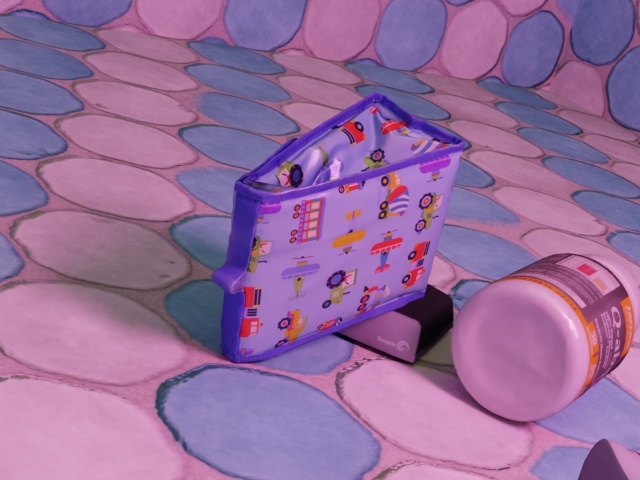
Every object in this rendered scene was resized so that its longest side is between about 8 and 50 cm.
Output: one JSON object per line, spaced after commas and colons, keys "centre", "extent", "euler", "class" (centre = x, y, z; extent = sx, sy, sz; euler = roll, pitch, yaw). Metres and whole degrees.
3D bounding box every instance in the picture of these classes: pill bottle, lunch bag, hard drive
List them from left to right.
{"centre": [0.000, 0.000, 1.308], "extent": [0.138, 0.221, 0.293], "euler": [33, 41, 28], "class": "lunch bag"}
{"centre": [0.033, 0.060, 1.506], "extent": [0.255, 0.054, 0.172], "euler": [24, 21, 18], "class": "hard drive"}
{"centre": [0.279, 0.102, 1.436], "extent": [0.162, 0.162, 0.278], "euler": [26, 22, 25], "class": "pill bottle"}

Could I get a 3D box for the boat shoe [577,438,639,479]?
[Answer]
{"centre": [0.320, 0.291, 1.031], "extent": [0.156, 0.136, 0.367], "euler": [20, 10, -1], "class": "boat shoe"}
